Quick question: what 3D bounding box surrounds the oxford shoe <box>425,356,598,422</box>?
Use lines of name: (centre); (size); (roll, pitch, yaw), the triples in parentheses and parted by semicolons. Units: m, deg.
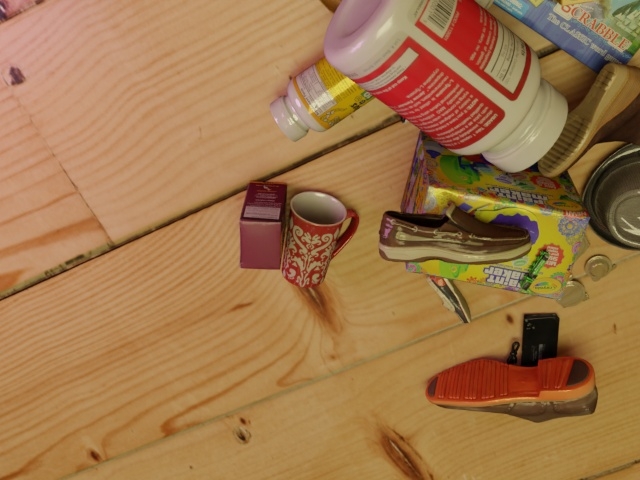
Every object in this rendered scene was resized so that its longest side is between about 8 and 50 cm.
oxford shoe: (0.405, 0.339, 2.098); (0.363, 0.130, 0.133); (-5, 128, 24)

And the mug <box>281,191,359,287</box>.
mug: (-0.002, 0.006, 1.970); (0.150, 0.113, 0.169); (9, 126, -8)

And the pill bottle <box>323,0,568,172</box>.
pill bottle: (0.225, -0.293, 1.693); (0.407, 0.229, 0.229); (32, 114, -25)

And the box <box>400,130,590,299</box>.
box: (0.312, -0.052, 1.837); (0.289, 0.279, 0.177); (11, 117, -4)

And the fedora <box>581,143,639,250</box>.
fedora: (0.652, -0.067, 1.902); (0.275, 0.124, 0.244); (5, 117, 0)

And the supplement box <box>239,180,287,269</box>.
supplement box: (-0.110, -0.032, 1.914); (0.080, 0.188, 0.104); (3, 117, 0)

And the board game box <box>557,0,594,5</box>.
board game box: (0.499, -0.564, 1.615); (0.242, 0.064, 0.317); (-8, 115, 6)

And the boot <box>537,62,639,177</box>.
boot: (0.533, -0.198, 1.811); (0.206, 0.090, 0.248); (16, 117, -39)

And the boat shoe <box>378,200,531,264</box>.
boat shoe: (0.225, -0.016, 1.653); (0.257, 0.095, 0.095); (-2, 110, 4)

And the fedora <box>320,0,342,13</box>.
fedora: (0.068, -0.475, 1.745); (0.194, 0.079, 0.194); (1, 118, 2)

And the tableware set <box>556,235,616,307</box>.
tableware set: (0.517, 0.058, 2.030); (0.141, 0.020, 0.168); (-40, 110, 22)

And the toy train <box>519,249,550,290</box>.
toy train: (0.374, 0.053, 1.718); (0.017, 0.024, 0.083); (25, 116, -10)

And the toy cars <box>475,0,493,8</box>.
toy cars: (0.198, -0.568, 1.652); (0.176, 0.087, 0.394); (-13, 106, 19)

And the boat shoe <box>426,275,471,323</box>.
boat shoe: (0.271, 0.121, 2.056); (0.043, 0.049, 0.137); (-27, 110, 18)

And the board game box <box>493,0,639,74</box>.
board game box: (0.484, -0.493, 1.725); (0.318, 0.066, 0.318); (29, 114, -12)

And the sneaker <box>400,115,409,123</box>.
sneaker: (0.183, -0.273, 1.870); (0.043, 0.040, 0.109); (2, 122, -17)

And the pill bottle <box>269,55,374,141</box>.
pill bottle: (0.013, -0.275, 1.826); (0.208, 0.117, 0.117); (-32, 111, 16)

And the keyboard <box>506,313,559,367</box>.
keyboard: (0.455, 0.238, 2.123); (0.108, 0.023, 0.180); (-4, 116, -2)
